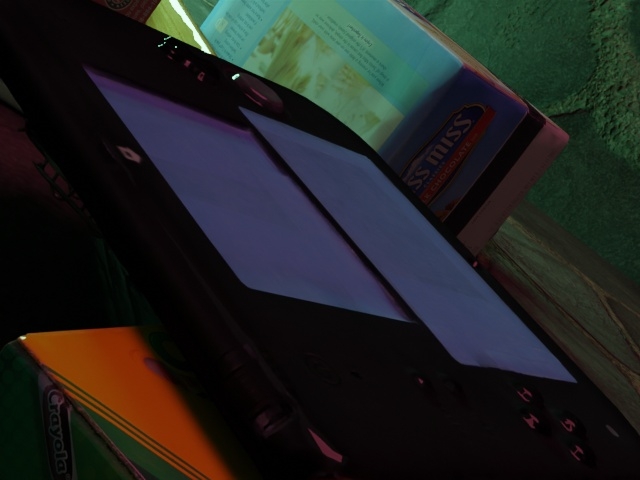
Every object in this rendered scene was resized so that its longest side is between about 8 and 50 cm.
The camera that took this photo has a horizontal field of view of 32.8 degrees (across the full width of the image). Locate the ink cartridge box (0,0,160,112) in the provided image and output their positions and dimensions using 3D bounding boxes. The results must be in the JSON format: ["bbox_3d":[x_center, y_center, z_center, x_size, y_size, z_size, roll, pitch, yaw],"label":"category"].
[{"bbox_3d":[-0.241,-0.207,0.801,0.218,0.158,0.092,32,17,-26],"label":"ink cartridge box"}]

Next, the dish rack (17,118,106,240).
[{"bbox_3d":[-0.087,-0.005,0.746,0.208,0.074,0.271,41,16,12],"label":"dish rack"}]

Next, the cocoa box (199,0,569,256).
[{"bbox_3d":[0.043,-0.149,1.189,0.228,0.231,0.347,23,21,-49],"label":"cocoa box"}]

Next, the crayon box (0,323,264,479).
[{"bbox_3d":[-0.021,0.119,0.485,0.165,0.081,0.278,44,15,18],"label":"crayon box"}]

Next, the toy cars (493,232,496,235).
[{"bbox_3d":[0.146,-0.065,1.515,0.176,0.087,0.394,29,19,-18],"label":"toy cars"}]

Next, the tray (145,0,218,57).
[{"bbox_3d":[-0.224,-0.244,1.150,0.203,0.076,0.411,30,17,-33],"label":"tray"}]

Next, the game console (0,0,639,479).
[{"bbox_3d":[0.000,0.000,0.608,0.342,0.060,0.386,23,22,-52],"label":"game console"}]
